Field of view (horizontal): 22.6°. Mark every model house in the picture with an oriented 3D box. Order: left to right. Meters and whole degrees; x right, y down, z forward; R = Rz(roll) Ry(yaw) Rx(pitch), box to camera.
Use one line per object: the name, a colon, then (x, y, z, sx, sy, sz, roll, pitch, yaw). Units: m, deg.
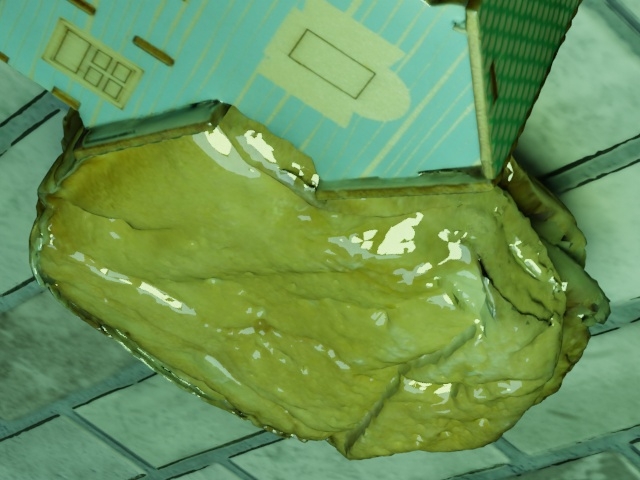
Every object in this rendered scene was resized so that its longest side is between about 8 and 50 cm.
model house: (0.010, -0.127, 0.619, 0.206, 0.178, 0.271, 34, 141, -5)

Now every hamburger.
hamburger: (-0.001, 0.000, 0.829, 0.283, 0.144, 0.259, 43, 137, -20)
